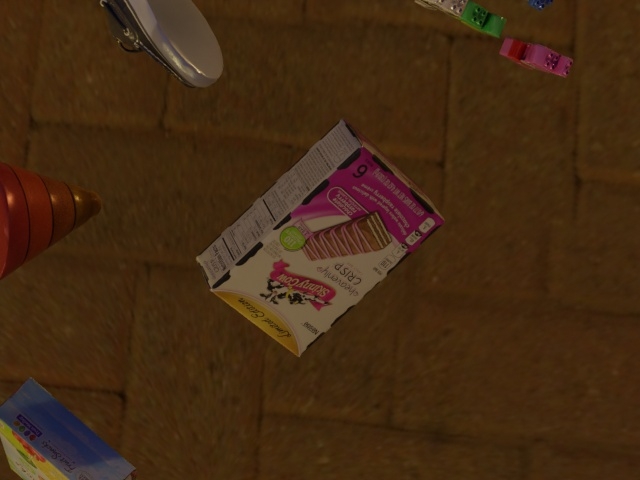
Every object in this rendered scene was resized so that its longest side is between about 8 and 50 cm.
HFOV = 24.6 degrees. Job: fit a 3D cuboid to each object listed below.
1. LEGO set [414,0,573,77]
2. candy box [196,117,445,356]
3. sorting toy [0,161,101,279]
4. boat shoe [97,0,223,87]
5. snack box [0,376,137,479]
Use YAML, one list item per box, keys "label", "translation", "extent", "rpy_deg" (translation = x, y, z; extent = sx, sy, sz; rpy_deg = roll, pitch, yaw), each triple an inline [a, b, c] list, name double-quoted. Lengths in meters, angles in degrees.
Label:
- label: "LEGO set"
  translation: [0.181, -0.226, 1.377]
  extent: [0.093, 0.227, 0.087]
  rpy_deg: [25, 94, 43]
- label: "candy box"
  translation: [0.000, 0.000, 1.639]
  extent: [0.233, 0.071, 0.159]
  rpy_deg: [-43, 127, 10]
- label: "sorting toy"
  translation: [-0.315, 0.029, 1.448]
  extent: [0.126, 0.365, 0.127]
  rpy_deg: [-10, 68, -34]
- label: "boat shoe"
  translation: [-0.191, -0.235, 1.509]
  extent: [0.228, 0.080, 0.076]
  rpy_deg: [50, 125, 7]
- label: "snack box"
  translation: [-0.304, 0.277, 1.781]
  extent: [0.174, 0.207, 0.070]
  rpy_deg: [38, 67, 14]
